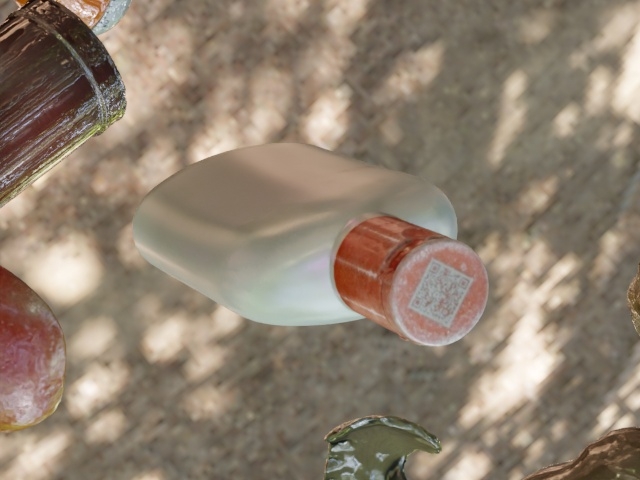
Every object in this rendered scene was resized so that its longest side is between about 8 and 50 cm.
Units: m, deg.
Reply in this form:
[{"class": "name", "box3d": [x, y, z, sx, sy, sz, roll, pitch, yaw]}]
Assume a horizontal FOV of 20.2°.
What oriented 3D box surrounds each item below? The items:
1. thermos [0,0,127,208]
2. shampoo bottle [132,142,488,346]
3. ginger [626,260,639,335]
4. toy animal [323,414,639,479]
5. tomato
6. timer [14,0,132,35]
[{"class": "thermos", "box3d": [-0.229, -0.042, 1.074, 0.232, 0.099, 0.124, -43, 150, -26]}, {"class": "shampoo bottle", "box3d": [0.000, 0.000, 0.749, 0.108, 0.221, 0.051, -17, 106, -20]}, {"class": "ginger", "box3d": [0.295, -0.080, 0.990, 0.375, 0.176, 0.256, -43, 138, -18]}, {"class": "toy animal", "box3d": [0.084, 0.141, 0.900, 0.214, 0.094, 0.186, -23, 148, 9]}, {"class": "tomato", "box3d": [-0.276, 0.093, 1.407, 0.156, 0.155, 0.069, -62, 172, 34]}, {"class": "timer", "box3d": [-0.215, -0.235, 1.451, 0.136, 0.136, 0.099, -9, 159, -44]}]
